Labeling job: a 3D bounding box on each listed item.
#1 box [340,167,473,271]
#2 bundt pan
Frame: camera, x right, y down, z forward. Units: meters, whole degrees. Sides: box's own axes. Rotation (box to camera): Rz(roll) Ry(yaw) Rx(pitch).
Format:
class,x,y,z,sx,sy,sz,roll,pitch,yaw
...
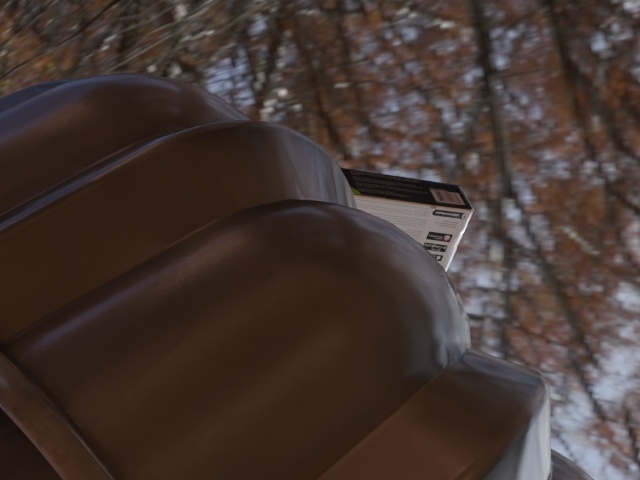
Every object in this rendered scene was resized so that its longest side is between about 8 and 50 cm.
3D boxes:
class,x,y,z,sx,sy,sz,roll,pitch,yaw
box,0.000,0.000,1.366,0.207,0.036,0.114,8,-57,-23
bundt pan,-0.016,0.085,0.557,0.124,0.331,0.331,-37,-79,-18
